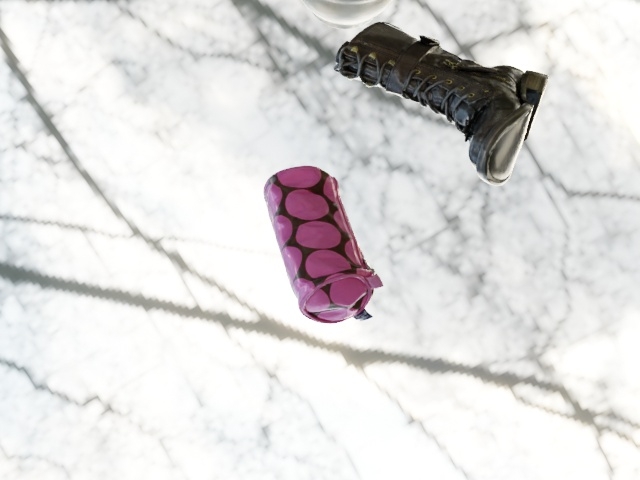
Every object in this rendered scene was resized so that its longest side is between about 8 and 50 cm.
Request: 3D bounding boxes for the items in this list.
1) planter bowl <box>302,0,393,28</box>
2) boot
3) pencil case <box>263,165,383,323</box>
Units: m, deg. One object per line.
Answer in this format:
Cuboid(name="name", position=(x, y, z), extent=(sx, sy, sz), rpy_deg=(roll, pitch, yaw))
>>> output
Cuboid(name="planter bowl", position=(0.035, -0.345, 2.231), extent=(0.109, 0.162, 0.162), rpy_deg=(94, 165, -59))
Cuboid(name="boot", position=(0.121, -0.160, 1.886), extent=(0.229, 0.091, 0.263), rpy_deg=(21, -154, 8))
Cuboid(name="pencil case", position=(0.000, 0.000, 1.988), extent=(0.095, 0.098, 0.209), rpy_deg=(47, -164, -47))
